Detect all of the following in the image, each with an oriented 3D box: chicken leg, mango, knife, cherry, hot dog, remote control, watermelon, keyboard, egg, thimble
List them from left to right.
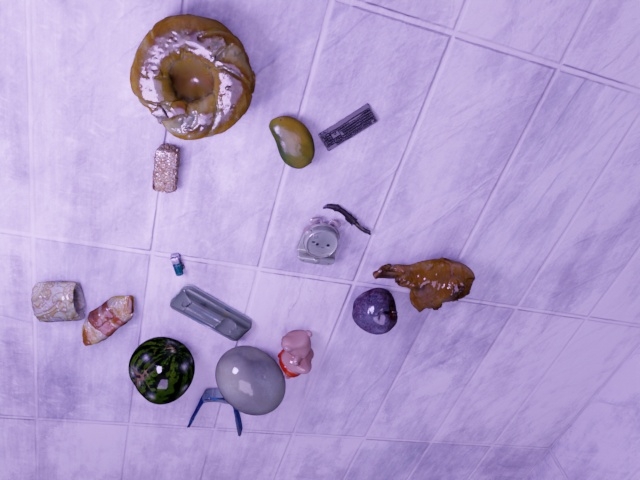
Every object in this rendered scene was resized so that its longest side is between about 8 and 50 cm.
[{"bbox_3d":[-0.958,0.231,1.772,0.144,0.137,0.190,-4,138,-9],"label":"thimble"},{"bbox_3d":[-0.820,0.299,1.865,0.262,0.093,0.123,-36,114,-4],"label":"hot dog"},{"bbox_3d":[-0.633,0.521,1.938,0.269,0.269,0.269,-4,124,-7],"label":"watermelon"},{"bbox_3d":[-0.437,0.300,1.943,0.335,0.065,0.128,36,108,-28],"label":"remote control"},{"bbox_3d":[-0.293,0.596,2.047,0.258,0.258,0.352,-36,120,14],"label":"egg"},{"bbox_3d":[-0.086,-0.323,1.579,0.122,0.085,0.191,-18,125,6],"label":"mango"},{"bbox_3d":[0.092,-0.377,1.615,0.197,0.015,0.074,-30,122,10],"label":"keyboard"},{"bbox_3d":[0.109,-0.085,1.806,0.222,0.021,0.045,29,113,-21],"label":"knife"},{"bbox_3d":[0.223,0.289,1.982,0.195,0.195,0.195,-4,124,-7],"label":"cherry"},{"bbox_3d":[0.404,0.188,1.964,0.410,0.182,0.295,7,138,-9],"label":"chicken leg"}]

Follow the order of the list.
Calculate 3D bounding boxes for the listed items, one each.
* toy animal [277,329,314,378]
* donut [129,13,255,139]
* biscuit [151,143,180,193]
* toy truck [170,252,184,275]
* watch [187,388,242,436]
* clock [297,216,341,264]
[{"bbox_3d":[-0.105,0.490,2.069,0.171,0.171,0.197,0,121,-9],"label":"toy animal"},{"bbox_3d":[-0.365,-0.460,1.398,0.360,0.170,0.360,-2,119,-4],"label":"donut"},{"bbox_3d":[-0.506,-0.234,1.578,0.082,0.070,0.168,11,123,-8],"label":"biscuit"},{"bbox_3d":[-0.536,0.091,1.802,0.039,0.044,0.083,-10,124,-6],"label":"toy truck"},{"bbox_3d":[-0.460,0.818,2.278,0.276,0.068,0.274,16,119,-20],"label":"watch"},{"bbox_3d":[0.000,0.000,1.819,0.152,0.062,0.191,8,121,-14],"label":"clock"}]
